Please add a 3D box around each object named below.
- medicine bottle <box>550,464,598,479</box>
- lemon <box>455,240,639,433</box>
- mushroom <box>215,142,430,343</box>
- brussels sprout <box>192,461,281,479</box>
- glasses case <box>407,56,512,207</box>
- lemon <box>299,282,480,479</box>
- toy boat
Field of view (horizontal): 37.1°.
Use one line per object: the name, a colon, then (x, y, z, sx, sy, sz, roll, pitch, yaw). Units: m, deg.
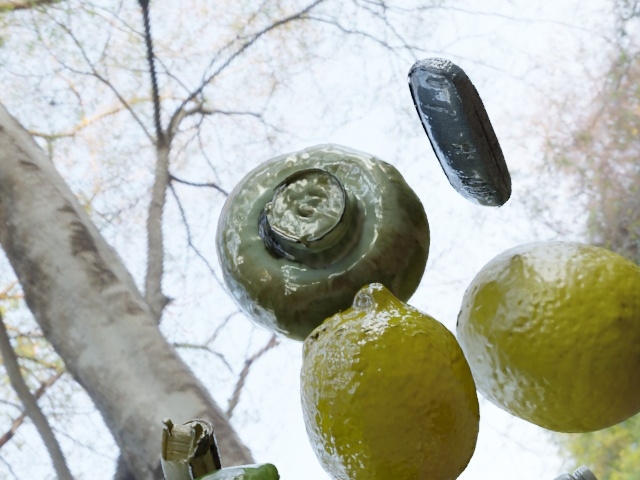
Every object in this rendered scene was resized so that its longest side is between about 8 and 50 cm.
medicine bottle: (0.406, 0.443, 1.610, 0.140, 0.079, 0.079, -33, -44, -3)
lemon: (0.383, 0.151, 1.515, 0.336, 0.336, 0.336, -25, -51, -36)
mushroom: (0.000, 0.000, 1.525, 0.352, 0.352, 0.260, -54, -27, -10)
brussels sprout: (-0.111, 0.335, 1.153, 0.155, 0.118, 0.155, -8, -29, -5)
glasses case: (0.214, -0.159, 1.450, 0.067, 0.109, 0.282, -49, -49, -21)
lemon: (0.094, 0.217, 1.323, 0.245, 0.245, 0.320, -14, -86, -42)
toy boat: (-0.165, 0.327, 1.300, 0.088, 0.068, 0.226, -59, -33, -51)
